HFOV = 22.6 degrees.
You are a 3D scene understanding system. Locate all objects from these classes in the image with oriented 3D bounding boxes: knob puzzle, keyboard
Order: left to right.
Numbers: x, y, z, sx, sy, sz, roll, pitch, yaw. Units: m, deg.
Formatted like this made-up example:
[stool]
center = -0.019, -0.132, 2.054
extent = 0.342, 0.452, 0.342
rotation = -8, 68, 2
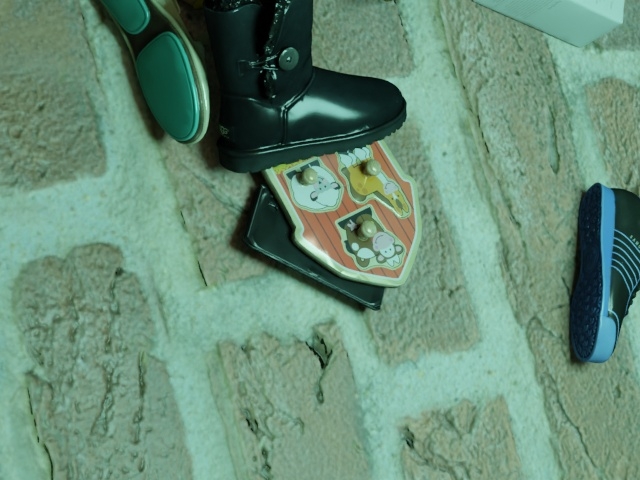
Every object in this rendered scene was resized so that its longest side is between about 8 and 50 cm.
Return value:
[keyboard]
center = 0.000, 0.000, 1.781
extent = 0.180, 0.023, 0.108
rotation = 28, 56, -20
[knob puzzle]
center = 0.045, -0.036, 1.793
extent = 0.213, 0.030, 0.213
rotation = 14, 61, -27

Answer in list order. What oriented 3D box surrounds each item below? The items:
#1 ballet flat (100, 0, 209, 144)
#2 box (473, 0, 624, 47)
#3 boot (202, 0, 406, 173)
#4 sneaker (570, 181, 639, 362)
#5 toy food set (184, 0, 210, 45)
[ballet flat]
center = -0.169, -0.223, 1.727
extent = 0.086, 0.086, 0.248
rotation = -25, 88, -32
[box]
center = 0.290, -0.339, 1.999
extent = 0.170, 0.091, 0.130
rotation = 20, 67, -22
[boot]
center = -0.010, -0.198, 1.736
extent = 0.246, 0.094, 0.207
rotation = -17, 123, -27
[sneaker]
center = 0.360, 0.043, 1.934
extent = 0.090, 0.081, 0.232
rotation = 15, 68, -17
[toy food set]
center = -0.118, -0.320, 1.762
extent = 0.132, 0.038, 0.192
rotation = -22, 85, 10
